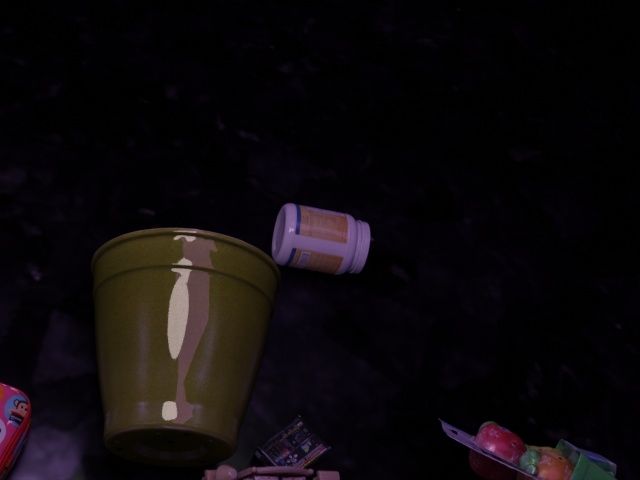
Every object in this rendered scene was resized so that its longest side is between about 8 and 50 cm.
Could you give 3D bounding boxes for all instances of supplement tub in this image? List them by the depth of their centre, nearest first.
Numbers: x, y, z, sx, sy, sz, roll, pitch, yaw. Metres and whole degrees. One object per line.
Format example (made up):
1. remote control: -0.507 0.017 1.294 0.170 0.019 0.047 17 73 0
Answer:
1. supplement tub: 0.000 0.000 2.195 0.200 0.144 0.144 11 47 -14

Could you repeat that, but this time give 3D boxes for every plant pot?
1. plant pot: -0.264 0.220 1.783 0.366 0.366 0.353 10 60 -14

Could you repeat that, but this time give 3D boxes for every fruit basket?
1. fruit basket: 0.404 0.431 1.882 0.353 0.327 0.165 31 88 7

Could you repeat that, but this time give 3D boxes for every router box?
1. router box: -0.055 0.412 1.877 0.092 0.038 0.122 44 49 19

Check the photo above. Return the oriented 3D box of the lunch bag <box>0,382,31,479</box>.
1. lunch bag: -0.669 0.340 1.641 0.293 0.120 0.258 21 49 -2

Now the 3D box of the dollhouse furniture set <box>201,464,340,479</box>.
1. dollhouse furniture set: -0.056 0.526 1.642 0.355 0.174 0.303 10 58 -35
